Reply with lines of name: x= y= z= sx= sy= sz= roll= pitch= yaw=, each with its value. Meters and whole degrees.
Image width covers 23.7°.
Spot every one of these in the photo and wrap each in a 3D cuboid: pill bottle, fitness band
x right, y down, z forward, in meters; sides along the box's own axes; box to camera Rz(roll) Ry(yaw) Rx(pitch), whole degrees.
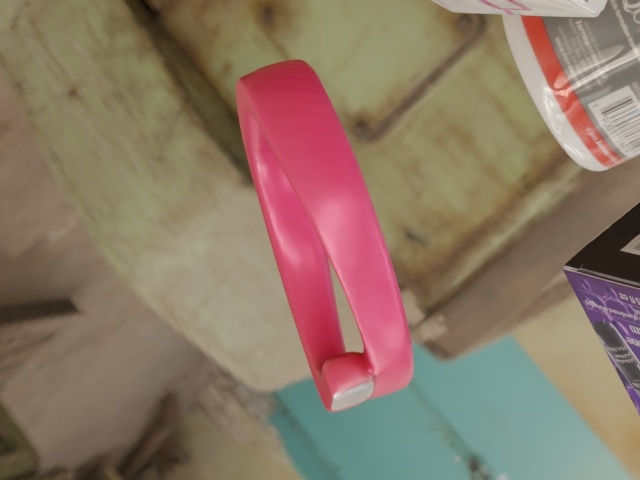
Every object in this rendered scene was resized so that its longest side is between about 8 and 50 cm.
pill bottle: x=0.373 y=-0.229 z=1.444 sx=0.363 sy=0.210 sz=0.210 roll=-26 pitch=173 yaw=22
fitness band: x=0.000 y=0.000 z=0.955 sx=0.054 sy=0.209 sz=0.291 roll=-17 pitch=172 yaw=-5

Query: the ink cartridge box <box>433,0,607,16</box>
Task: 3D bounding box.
ink cartridge box: x=0.106 y=-0.168 z=0.809 sx=0.052 sy=0.122 sz=0.088 roll=23 pitch=86 yaw=-35

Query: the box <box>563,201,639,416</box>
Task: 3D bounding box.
box: x=0.303 y=0.081 z=1.154 sx=0.108 sy=0.207 sz=0.153 roll=-37 pitch=-159 yaw=-17
